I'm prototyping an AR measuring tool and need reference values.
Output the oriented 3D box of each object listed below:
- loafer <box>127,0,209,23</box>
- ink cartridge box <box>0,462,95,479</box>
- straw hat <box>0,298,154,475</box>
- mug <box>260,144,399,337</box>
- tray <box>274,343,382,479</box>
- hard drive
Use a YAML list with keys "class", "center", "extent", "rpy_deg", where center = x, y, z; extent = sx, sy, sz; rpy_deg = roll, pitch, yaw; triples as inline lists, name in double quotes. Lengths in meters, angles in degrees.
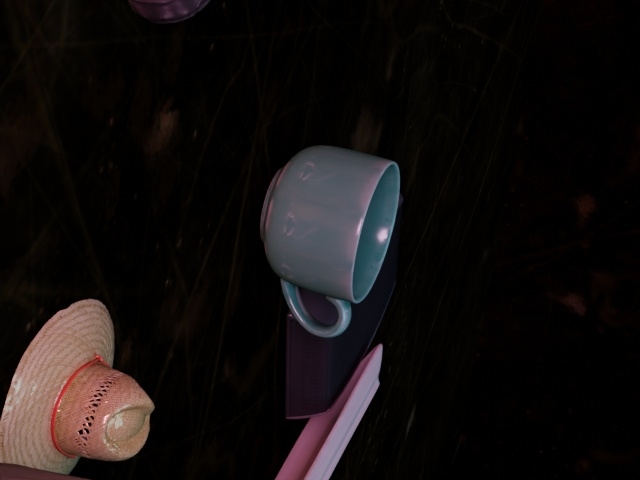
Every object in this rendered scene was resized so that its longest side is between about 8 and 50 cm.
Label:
- class: "loafer"
  center: [-0.054, -0.205, 0.756]
  extent: [0.078, 0.076, 0.223]
  rpy_deg: [74, 30, -49]
- class: "ink cartridge box"
  center: [-0.183, 0.259, 0.574]
  extent: [0.226, 0.131, 0.306]
  rpy_deg: [35, 65, -69]
- class: "straw hat"
  center: [-0.139, 0.109, 0.787]
  extent: [0.144, 0.061, 0.144]
  rpy_deg: [14, 90, -75]
- class: "mug"
  center: [0.000, -0.007, 1.106]
  extent: [0.129, 0.097, 0.158]
  rpy_deg: [70, 38, -66]
- class: "tray"
  center: [-0.005, 0.230, 1.324]
  extent: [0.145, 0.030, 0.270]
  rpy_deg: [-51, -178, 38]
- class: "hard drive"
  center: [0.029, 0.061, 1.359]
  extent: [0.255, 0.054, 0.172]
  rpy_deg: [-59, 158, -46]
